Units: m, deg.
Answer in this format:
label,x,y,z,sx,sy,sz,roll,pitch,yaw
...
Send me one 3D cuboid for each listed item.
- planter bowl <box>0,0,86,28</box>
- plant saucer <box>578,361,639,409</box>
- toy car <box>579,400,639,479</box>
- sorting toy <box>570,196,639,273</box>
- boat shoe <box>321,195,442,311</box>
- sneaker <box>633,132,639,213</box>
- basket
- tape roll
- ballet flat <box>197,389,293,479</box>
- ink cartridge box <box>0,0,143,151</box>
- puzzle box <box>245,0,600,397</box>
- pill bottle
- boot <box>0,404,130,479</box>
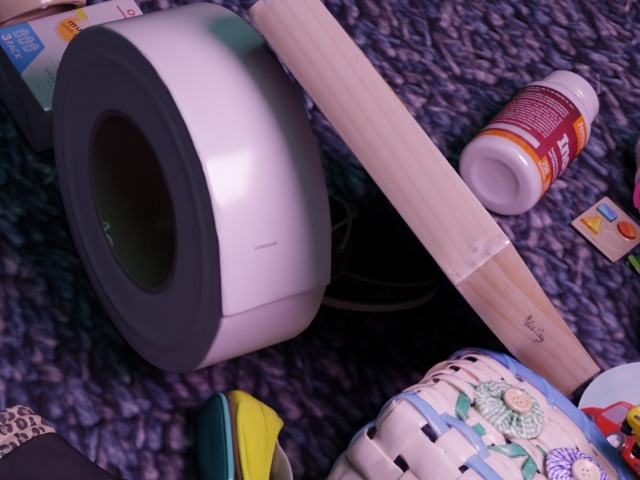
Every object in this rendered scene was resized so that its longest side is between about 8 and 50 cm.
label,x,y,z,sx,sy,sz,roll,pitch,yaw
planter bowl,-0.276,-0.249,1.628,0.162,0.162,0.109,-18,87,-29
plant saucer,0.306,0.187,1.527,0.195,0.037,0.195,10,43,-10
toy car,0.300,0.198,1.364,0.225,0.239,0.053,44,81,1
sorting toy,0.285,-0.004,1.698,0.062,0.012,0.083,-32,68,-36
boat shoe,0.000,0.000,1.558,0.233,0.079,0.084,17,47,-9
sneaker,0.418,-0.076,1.743,0.252,0.103,0.111,8,49,-17
basket,0.148,0.212,1.375,0.255,0.201,0.289,46,17,20
tape roll,-0.107,-0.041,1.417,0.100,0.286,0.286,-16,59,-30
ballet flat,-0.057,0.217,1.371,0.077,0.077,0.231,26,44,-25
ink cartridge box,-0.199,-0.158,1.626,0.181,0.061,0.104,-20,61,-31
puzzle box,0.094,-0.026,1.425,0.052,0.409,0.272,-38,67,3
pill bottle,0.202,-0.097,1.697,0.086,0.086,0.152,35,51,11
boot,-0.224,0.238,1.294,0.179,0.085,0.236,34,56,20
